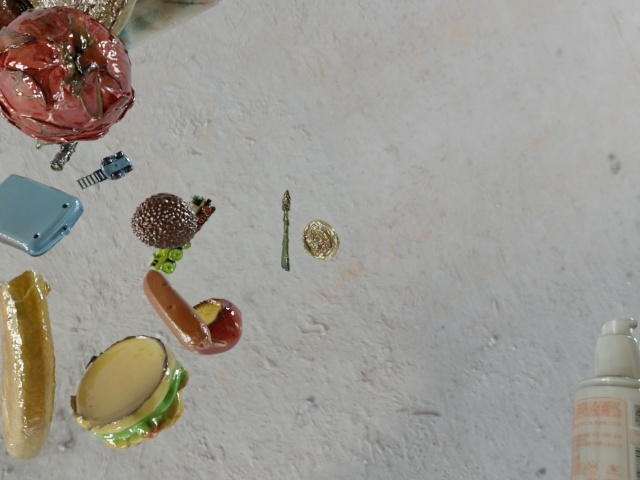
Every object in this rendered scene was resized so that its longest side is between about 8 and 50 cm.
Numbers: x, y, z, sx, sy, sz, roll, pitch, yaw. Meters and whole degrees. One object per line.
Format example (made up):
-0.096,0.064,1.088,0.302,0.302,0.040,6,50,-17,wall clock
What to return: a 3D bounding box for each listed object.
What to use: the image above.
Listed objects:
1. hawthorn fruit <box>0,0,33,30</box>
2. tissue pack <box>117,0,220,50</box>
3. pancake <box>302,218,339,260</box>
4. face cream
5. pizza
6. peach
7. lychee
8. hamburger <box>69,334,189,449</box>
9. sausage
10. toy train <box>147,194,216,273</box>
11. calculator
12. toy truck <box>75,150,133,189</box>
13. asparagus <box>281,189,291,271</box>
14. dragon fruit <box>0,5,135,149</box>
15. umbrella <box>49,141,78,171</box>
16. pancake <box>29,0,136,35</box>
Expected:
-0.538,-0.320,0.800,0.188,0.169,0.169,-35,96,-2,hawthorn fruit
-0.384,-0.560,1.159,0.271,0.124,0.201,-30,51,-4,tissue pack
0.001,-0.001,1.751,0.025,0.152,0.151,-18,88,-59,pancake
0.345,0.206,0.584,0.101,0.101,0.251,29,58,-17,face cream
-0.485,0.208,0.836,0.074,0.182,0.365,-4,110,-36,pizza
-0.382,0.289,1.727,0.226,0.196,0.189,14,54,-30,peach
-0.323,-0.038,1.048,0.129,0.123,0.123,-19,89,-18,lychee
-0.383,0.327,1.069,0.237,0.237,0.148,-44,133,-24,hamburger
-0.448,0.210,1.542,0.094,0.097,0.348,-31,54,-31,sausage
-0.387,-0.019,1.420,0.085,0.053,0.249,33,96,-28,toy train
-0.683,-0.065,1.177,0.293,0.051,0.173,19,60,22,calculator
-0.551,-0.176,1.299,0.136,0.074,0.063,-39,106,-44,toy truck
-0.077,-0.016,1.144,0.022,0.232,0.023,-2,41,-8,asparagus
-0.326,-0.207,0.650,0.172,0.210,0.172,14,69,-40,dragon fruit
-0.683,-0.235,1.355,0.040,0.037,0.144,45,28,-31,umbrella
-0.441,-0.499,0.907,0.065,0.356,0.356,-23,91,-54,pancake
